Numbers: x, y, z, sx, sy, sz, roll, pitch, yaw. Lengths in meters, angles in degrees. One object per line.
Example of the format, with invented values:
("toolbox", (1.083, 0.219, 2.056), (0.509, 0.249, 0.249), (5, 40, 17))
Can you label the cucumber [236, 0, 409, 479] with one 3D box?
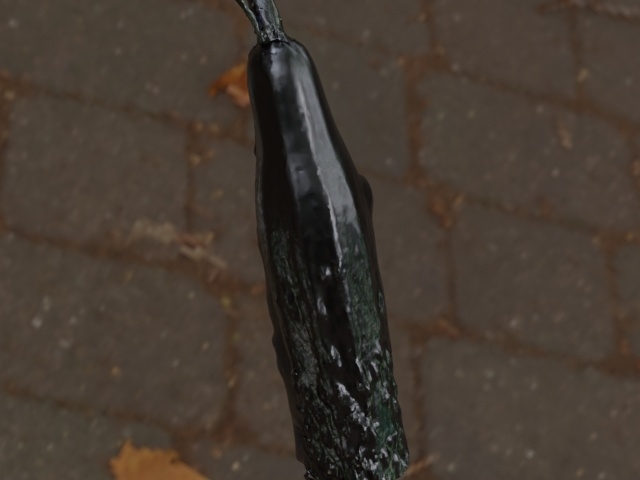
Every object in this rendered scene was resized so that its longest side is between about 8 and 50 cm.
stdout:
("cucumber", (0.000, 0.000, 0.567), (0.039, 0.163, 0.043), (-25, 34, -28))
